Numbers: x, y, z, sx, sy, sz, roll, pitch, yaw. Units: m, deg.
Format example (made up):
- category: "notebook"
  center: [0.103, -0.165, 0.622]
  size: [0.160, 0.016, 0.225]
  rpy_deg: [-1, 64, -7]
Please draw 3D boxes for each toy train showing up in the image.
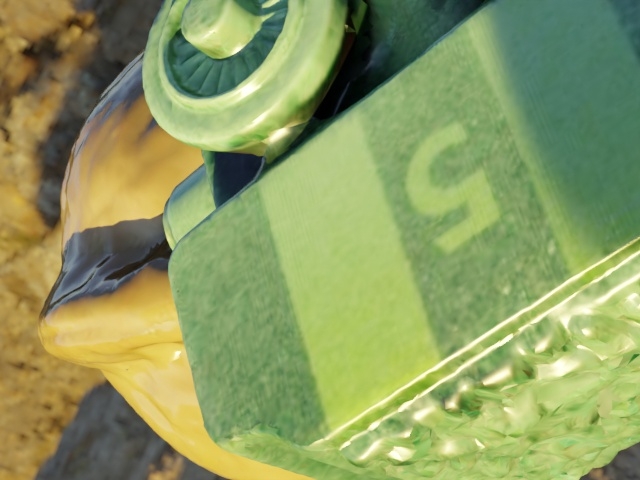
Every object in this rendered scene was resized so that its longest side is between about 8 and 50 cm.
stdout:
- category: "toy train"
  center: [0.066, -0.040, 0.542]
  size: [0.299, 0.167, 0.238]
  rpy_deg: [-37, 51, 26]

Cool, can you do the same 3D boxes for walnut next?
- category: "walnut"
  center: [0.011, -0.010, 1.019]
  size: [0.383, 0.383, 0.384]
  rpy_deg: [-40, 35, 37]
